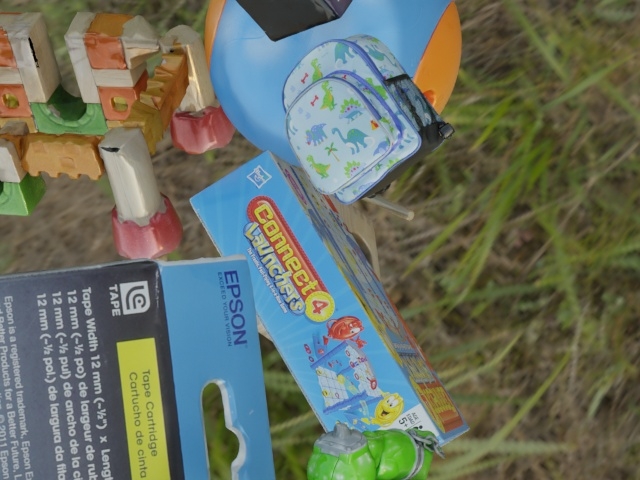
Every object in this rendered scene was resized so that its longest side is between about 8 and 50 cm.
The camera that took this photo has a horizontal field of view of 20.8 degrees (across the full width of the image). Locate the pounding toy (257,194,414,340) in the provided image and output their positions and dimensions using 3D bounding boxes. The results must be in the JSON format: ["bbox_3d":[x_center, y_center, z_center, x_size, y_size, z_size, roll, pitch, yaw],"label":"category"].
[{"bbox_3d":[0.007,-0.008,1.944,0.181,0.206,0.094,-26,140,25],"label":"pounding toy"}]

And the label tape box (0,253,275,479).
[{"bbox_3d":[-0.200,0.146,1.061,0.115,0.347,0.249,-7,89,54],"label":"label tape box"}]

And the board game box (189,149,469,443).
[{"bbox_3d":[0.018,0.078,1.662,0.086,0.308,0.302,-32,82,6],"label":"board game box"}]

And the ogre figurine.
[{"bbox_3d":[0.009,0.193,1.035,0.097,0.118,0.197,36,85,37],"label":"ogre figurine"}]

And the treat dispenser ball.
[{"bbox_3d":[0.014,-0.221,1.946,0.288,0.288,0.288,8,111,22],"label":"treat dispenser ball"}]

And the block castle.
[{"bbox_3d":[-0.359,-0.118,2.192,0.453,0.303,0.213,3,131,18],"label":"block castle"}]

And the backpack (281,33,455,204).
[{"bbox_3d":[0.024,-0.097,1.337,0.105,0.084,0.114,-38,79,34],"label":"backpack"}]

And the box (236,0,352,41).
[{"bbox_3d":[-0.008,-0.323,1.417,0.184,0.261,0.103,44,150,-22],"label":"box"}]
